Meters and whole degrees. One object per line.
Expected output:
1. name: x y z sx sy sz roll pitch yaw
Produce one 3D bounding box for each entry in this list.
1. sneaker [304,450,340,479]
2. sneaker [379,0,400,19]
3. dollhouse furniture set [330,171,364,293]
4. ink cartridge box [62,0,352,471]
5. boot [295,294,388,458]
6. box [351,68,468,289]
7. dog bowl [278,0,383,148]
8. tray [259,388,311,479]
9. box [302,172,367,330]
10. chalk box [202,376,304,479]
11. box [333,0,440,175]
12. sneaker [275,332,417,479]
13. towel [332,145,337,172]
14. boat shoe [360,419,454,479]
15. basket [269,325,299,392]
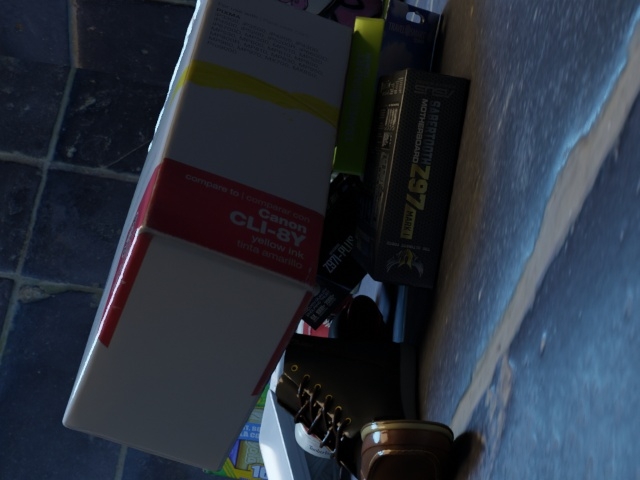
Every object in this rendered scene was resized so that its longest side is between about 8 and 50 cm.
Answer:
1. sneaker: -0.003 0.292 1.739 0.054 0.061 0.152 -144 62 -85
2. sneaker: 0.100 -0.317 1.989 0.035 0.031 0.083 -58 -15 -62
3. dollhouse furniture set: 0.004 -0.019 1.945 0.144 0.123 0.151 104 174 -60
4. ink cartridge box: -0.099 -0.023 1.336 0.385 0.160 0.279 -82 14 -47
5. boot: 0.032 0.096 1.546 0.244 0.088 0.176 -87 13 -53
6. box: 0.077 -0.059 1.276 0.233 0.059 0.183 -126 46 -85
7. dog bowl: -0.041 -0.230 2.064 0.408 0.150 0.408 -56 -11 -17
8. tray: -0.026 0.324 1.665 0.145 0.030 0.270 104 154 -55
9. box: 0.012 0.003 1.544 0.147 0.077 0.180 -48 7 7
10. chalk box: -0.062 0.202 2.046 0.180 0.179 0.289 -83 4 -46
11. box: 0.068 -0.153 1.435 0.109 0.042 0.178 2 -82 -57
12. sneaker: 0.017 0.161 1.163 0.222 0.118 0.083 -86 5 -59
13. towel: 0.025 -0.095 1.604 0.237 0.021 0.102 -50 8 -16
14. boat shoe: 0.058 0.167 0.963 0.178 0.064 0.060 90 -178 -66
15. basket: -0.012 0.184 1.830 0.167 0.103 0.113 103 175 -63
